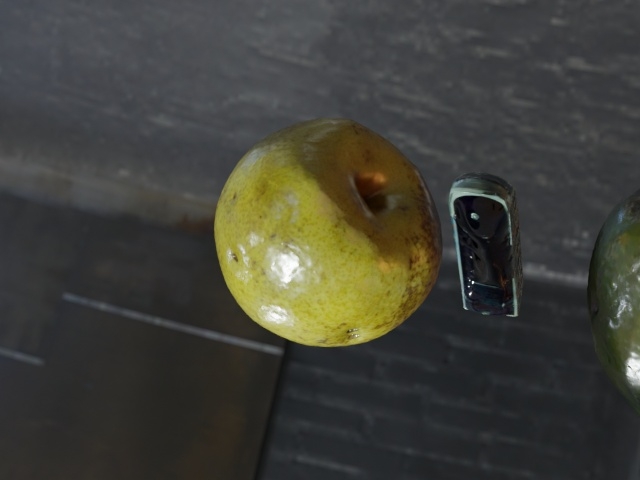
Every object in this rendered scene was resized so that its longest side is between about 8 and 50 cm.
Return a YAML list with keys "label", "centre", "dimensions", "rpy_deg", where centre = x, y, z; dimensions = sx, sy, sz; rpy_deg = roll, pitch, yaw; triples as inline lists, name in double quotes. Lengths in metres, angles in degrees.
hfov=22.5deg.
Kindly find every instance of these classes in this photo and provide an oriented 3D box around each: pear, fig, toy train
- label: "pear"
  centre: [0.000, 0.000, 1.377]
  dimensions: [0.197, 0.197, 0.197]
  rpy_deg: [11, 157, 5]
- label: "fig"
  centre: [0.178, 0.043, 0.785]
  dimensions: [0.117, 0.117, 0.177]
  rpy_deg: [12, 134, 3]
- label: "toy train"
  centre: [0.118, 0.001, 1.131]
  dimensions: [0.043, 0.047, 0.207]
  rpy_deg: [9, 159, 12]
